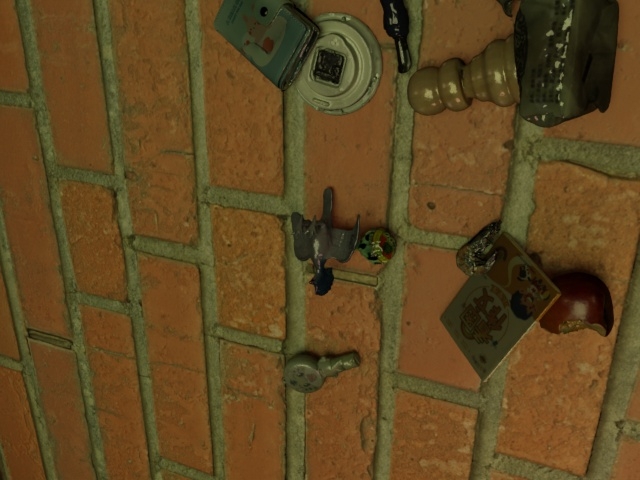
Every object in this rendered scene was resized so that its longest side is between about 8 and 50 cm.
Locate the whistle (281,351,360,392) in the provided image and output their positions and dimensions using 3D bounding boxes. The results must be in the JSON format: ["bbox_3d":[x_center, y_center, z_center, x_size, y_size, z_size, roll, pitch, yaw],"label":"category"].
[{"bbox_3d":[-0.004,0.372,1.713,0.257,0.067,0.126,-21,114,25],"label":"whistle"}]

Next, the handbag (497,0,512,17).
[{"bbox_3d":[0.318,-0.577,1.153,0.270,0.117,0.182,40,129,3],"label":"handbag"}]

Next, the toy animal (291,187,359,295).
[{"bbox_3d":[0.000,0.000,1.504,0.239,0.256,0.176,8,156,37],"label":"toy animal"}]

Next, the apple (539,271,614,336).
[{"bbox_3d":[0.561,0.143,1.322,0.158,0.156,0.147,-4,101,40],"label":"apple"}]

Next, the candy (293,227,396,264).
[{"bbox_3d":[0.057,0.023,1.545,0.305,0.083,0.091,-5,104,33],"label":"candy"}]

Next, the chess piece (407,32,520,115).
[{"bbox_3d":[0.310,-0.338,1.253,0.260,0.142,0.143,-6,109,33],"label":"chess piece"}]

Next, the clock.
[{"bbox_3d":[0.027,-0.407,1.383,0.236,0.053,0.237,10,115,21],"label":"clock"}]

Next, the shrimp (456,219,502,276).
[{"bbox_3d":[0.389,0.021,1.403,0.091,0.034,0.161,51,125,25],"label":"shrimp"}]

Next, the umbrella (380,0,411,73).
[{"bbox_3d":[0.167,-0.491,1.285,0.070,0.071,0.248,-9,111,26],"label":"umbrella"}]

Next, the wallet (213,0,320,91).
[{"bbox_3d":[-0.130,-0.496,1.380,0.250,0.075,0.176,45,122,16],"label":"wallet"}]

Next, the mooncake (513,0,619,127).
[{"bbox_3d":[0.459,-0.350,1.110,0.136,0.250,0.255,14,113,39],"label":"mooncake"}]

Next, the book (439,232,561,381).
[{"bbox_3d":[0.411,0.158,1.392,0.296,0.020,0.208,-62,39,30],"label":"book"}]
